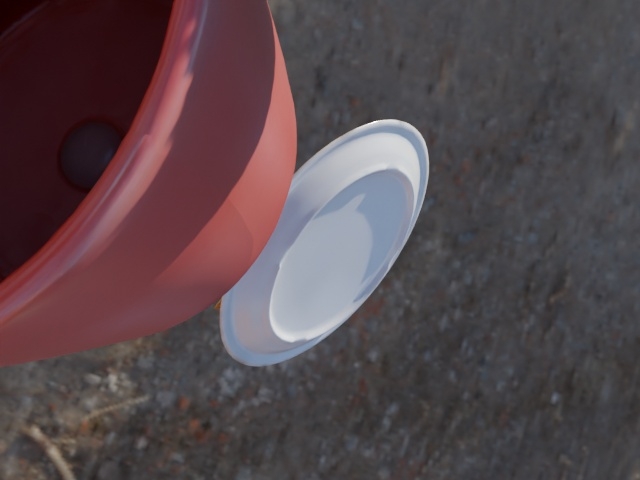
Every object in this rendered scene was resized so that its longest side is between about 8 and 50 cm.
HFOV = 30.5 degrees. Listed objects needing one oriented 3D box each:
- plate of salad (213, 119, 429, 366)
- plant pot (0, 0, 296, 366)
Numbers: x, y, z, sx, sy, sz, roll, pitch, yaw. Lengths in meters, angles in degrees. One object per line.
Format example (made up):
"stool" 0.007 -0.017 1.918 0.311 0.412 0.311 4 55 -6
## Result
"plate of salad" 0.000 0.000 0.806 0.200 0.048 0.200 -36 147 -28
"plant pot" -0.134 -0.066 0.490 0.243 0.275 0.275 40 67 -72
